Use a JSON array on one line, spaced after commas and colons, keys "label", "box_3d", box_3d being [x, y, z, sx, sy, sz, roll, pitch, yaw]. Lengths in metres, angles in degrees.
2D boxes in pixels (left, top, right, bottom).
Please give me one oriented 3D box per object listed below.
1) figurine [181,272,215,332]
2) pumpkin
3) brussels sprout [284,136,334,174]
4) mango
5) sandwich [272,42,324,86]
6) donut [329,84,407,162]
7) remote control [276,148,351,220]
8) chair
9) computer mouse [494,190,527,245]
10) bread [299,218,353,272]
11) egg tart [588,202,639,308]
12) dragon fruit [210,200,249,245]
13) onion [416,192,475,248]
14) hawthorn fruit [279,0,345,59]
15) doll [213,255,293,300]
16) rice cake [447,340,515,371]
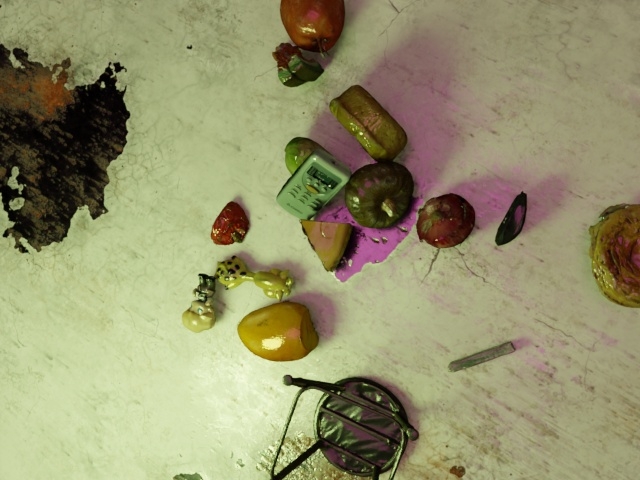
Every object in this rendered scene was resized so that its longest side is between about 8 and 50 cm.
[{"label": "figurine", "box_3d": [-0.392, 0.212, 1.938, 0.114, 0.108, 0.196, 17, 106, 11]}, {"label": "pumpkin", "box_3d": [0.176, -0.127, 1.737, 0.219, 0.219, 0.162, -44, 46, 10]}, {"label": "brussels sprout", "box_3d": [-0.034, -0.251, 1.850, 0.183, 0.145, 0.131, 37, 68, -20]}, {"label": "mango", "box_3d": [-0.151, 0.296, 1.856, 0.256, 0.138, 0.187, -12, 90, 21]}, {"label": "sandwich", "box_3d": [-0.086, -0.568, 1.851, 0.109, 0.185, 0.160, -33, 87, 21]}, {"label": "donut", "box_3d": [0.147, -0.353, 1.764, 0.128, 0.208, 0.261, -43, 81, 10]}, {"label": "remote control", "box_3d": [-0.030, -0.162, 1.786, 0.140, 0.056, 0.296, 34, 142, -11]}, {"label": "chair", "box_3d": [0.074, 0.571, 1.632, 0.364, 0.410, 0.362, 19, 94, 16]}, {"label": "computer mouse", "box_3d": [0.561, -0.057, 1.679, 0.057, 0.099, 0.172, 26, 98, 7]}, {"label": "bread", "box_3d": [0.000, 0.000, 1.829, 0.160, 0.140, 0.169, 21, 94, 11]}, {"label": "egg tart", "box_3d": [0.849, 0.041, 1.580, 0.296, 0.132, 0.297, -1, 79, 4]}, {"label": "dragon fruit", "box_3d": [-0.302, -0.045, 1.952, 0.106, 0.083, 0.162, 27, 93, 14]}, {"label": "onion", "box_3d": [0.378, -0.045, 1.722, 0.184, 0.147, 0.184, -27, 38, 23]}, {"label": "hawthorn fruit", "box_3d": [-0.017, -0.680, 1.814, 0.211, 0.211, 0.299, -16, 62, 16]}, {"label": "doll", "box_3d": [-0.221, 0.121, 1.914, 0.291, 0.086, 0.117, 10, 86, 20]}, {"label": "rice cake", "box_3d": [0.471, 0.345, 1.714, 0.206, 0.047, 0.036, -23, 66, 13]}]
